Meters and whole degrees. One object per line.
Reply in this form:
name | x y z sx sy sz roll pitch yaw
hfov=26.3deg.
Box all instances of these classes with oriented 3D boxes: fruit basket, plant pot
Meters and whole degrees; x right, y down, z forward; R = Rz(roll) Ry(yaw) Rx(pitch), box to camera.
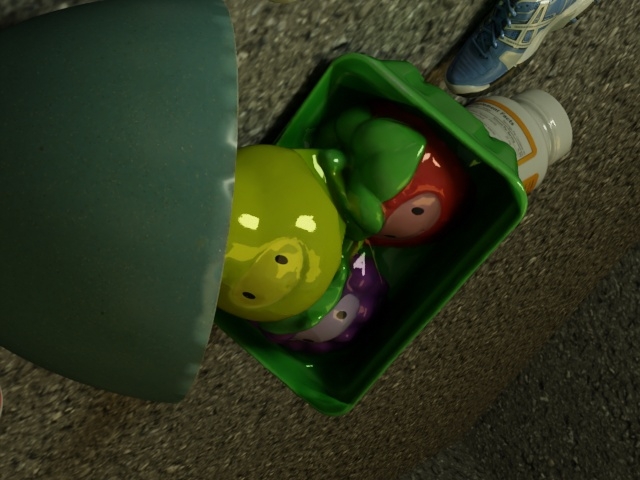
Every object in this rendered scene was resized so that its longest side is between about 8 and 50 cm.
fruit basket | 0.000 0.000 1.408 0.392 0.283 0.392 -50 177 -3
plant pot | -0.183 -0.038 0.959 0.195 0.290 0.290 6 143 -16

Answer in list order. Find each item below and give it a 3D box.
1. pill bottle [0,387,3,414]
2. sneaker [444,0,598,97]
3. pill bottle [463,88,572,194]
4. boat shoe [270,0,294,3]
pill bottle | -0.356 0.138 1.245 0.087 0.087 0.160 -39 161 -4
sneaker | 0.215 -0.249 1.537 0.211 0.080 0.081 -44 140 9
pill bottle | 0.197 -0.099 1.719 0.245 0.136 0.136 -30 159 -30
boat shoe | 0.021 -0.303 0.952 0.305 0.109 0.091 -54 158 19
